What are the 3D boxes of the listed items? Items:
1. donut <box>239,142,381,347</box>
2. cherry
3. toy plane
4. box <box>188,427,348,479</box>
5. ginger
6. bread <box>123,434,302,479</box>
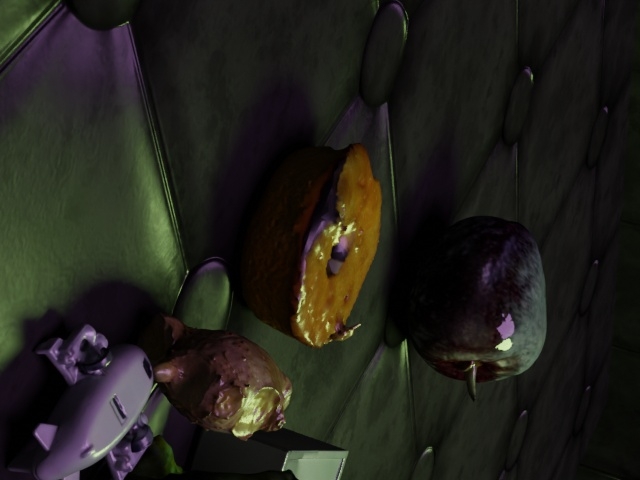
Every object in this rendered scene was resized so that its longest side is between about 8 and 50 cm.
[{"bbox_3d":[-0.001,0.003,1.743,0.253,0.118,0.253,-46,146,-45],"label":"donut"},{"bbox_3d":[0.247,0.105,2.278,0.255,0.218,0.296,43,59,-59],"label":"cherry"},{"bbox_3d":[-0.219,0.162,1.373,0.174,0.080,0.174,2,88,-56],"label":"toy plane"},{"bbox_3d":[-0.085,0.346,1.776,0.225,0.117,0.225,22,85,-69],"label":"box"},{"bbox_3d":[-0.112,0.141,1.518,0.102,0.157,0.216,-56,153,6],"label":"ginger"},{"bbox_3d":[-0.152,0.402,1.510,0.251,0.208,0.376,39,64,-42],"label":"bread"}]
